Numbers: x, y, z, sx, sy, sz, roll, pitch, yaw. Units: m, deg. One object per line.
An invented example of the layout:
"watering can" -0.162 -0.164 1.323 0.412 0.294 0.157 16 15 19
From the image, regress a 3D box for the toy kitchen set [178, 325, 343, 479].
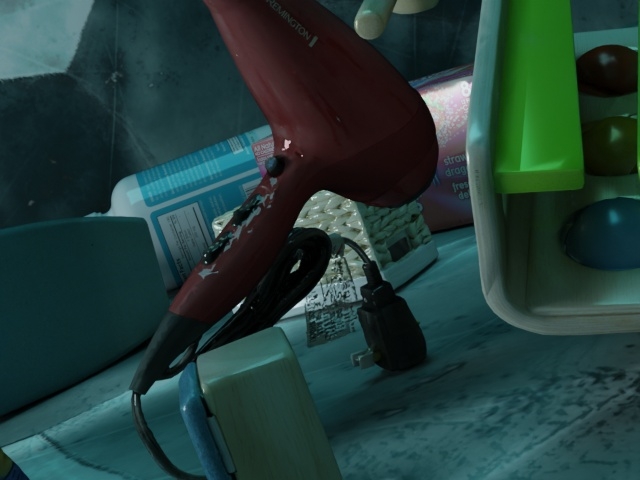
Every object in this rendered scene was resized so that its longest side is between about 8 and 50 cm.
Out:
"toy kitchen set" -0.058 0.127 0.392 0.166 0.122 0.207 -21 8 -5

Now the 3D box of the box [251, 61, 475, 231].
"box" 0.097 -0.088 1.335 0.299 0.142 0.154 -13 12 41

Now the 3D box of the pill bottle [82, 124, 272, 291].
"pill bottle" -0.147 -0.030 1.520 0.264 0.146 0.146 -20 8 -5

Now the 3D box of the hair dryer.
"hair dryer" -0.014 -0.020 0.731 0.080 0.294 0.223 7 22 43

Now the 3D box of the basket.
"basket" 0.000 0.000 1.132 0.167 0.103 0.113 -16 8 32

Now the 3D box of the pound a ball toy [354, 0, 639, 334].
"pound a ball toy" 0.118 -0.085 0.700 0.208 0.136 0.319 -5 36 14

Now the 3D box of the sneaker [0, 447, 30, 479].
"sneaker" -0.286 0.172 0.802 0.296 0.112 0.131 -12 29 50

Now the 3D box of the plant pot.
"plant pot" -0.275 0.060 1.225 0.234 0.166 0.165 -18 6 -32
